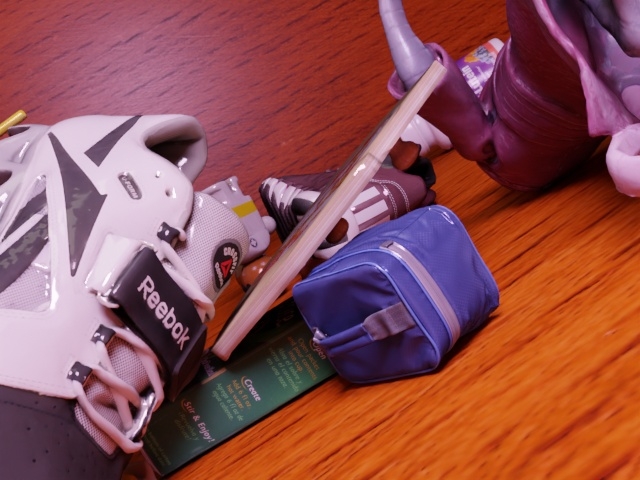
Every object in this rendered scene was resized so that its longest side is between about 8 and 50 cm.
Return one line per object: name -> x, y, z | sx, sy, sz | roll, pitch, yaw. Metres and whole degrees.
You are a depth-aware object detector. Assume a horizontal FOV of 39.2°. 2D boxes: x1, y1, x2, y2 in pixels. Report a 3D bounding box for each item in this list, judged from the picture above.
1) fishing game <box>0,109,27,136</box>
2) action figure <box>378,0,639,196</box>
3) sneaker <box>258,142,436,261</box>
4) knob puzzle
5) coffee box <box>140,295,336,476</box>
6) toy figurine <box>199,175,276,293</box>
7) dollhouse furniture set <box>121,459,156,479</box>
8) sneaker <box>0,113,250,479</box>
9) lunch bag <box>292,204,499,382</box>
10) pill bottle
fishing game -> -0.186, 0.042, 0.663 | 0.189, 0.264, 0.041 | -36, 29, -15
action figure -> 0.182, -0.112, 0.585 | 0.248, 0.276, 0.370 | -15, -18, -12
sneaker -> 0.038, -0.041, 0.957 | 0.162, 0.106, 0.281 | -26, 14, -11
knob puzzle -> 0.000, 0.000, 0.547 | 0.213, 0.030, 0.213 | -51, 4, 5
coffee box -> -0.025, 0.068, 0.566 | 0.184, 0.040, 0.113 | -31, 6, 5
toy figurine -> -0.142, 0.037, 0.985 | 0.209, 0.148, 0.213 | -27, 3, -10
dollhouse furniture set -> -0.166, 0.149, 0.535 | 0.076, 0.059, 0.151 | -37, 8, -40
sneaker -> -0.111, 0.031, 0.487 | 0.146, 0.122, 0.330 | -13, 46, 4
lunch bag -> 0.031, 0.031, 0.455 | 0.065, 0.067, 0.098 | -35, 6, -36
pill bottle -> 0.200, -0.201, 1.314 | 0.193, 0.108, 0.108 | -31, 6, 7
